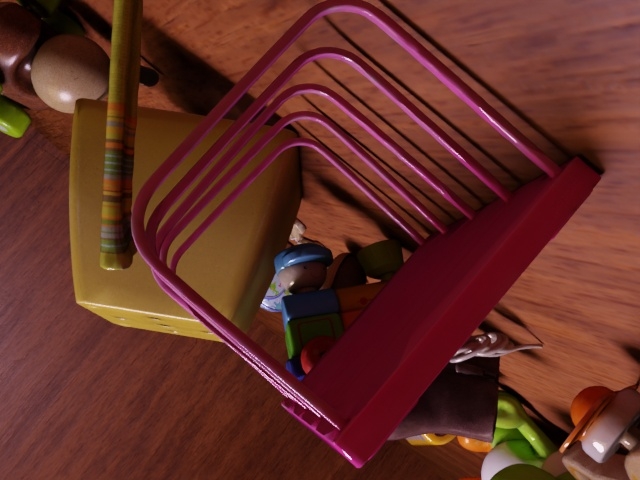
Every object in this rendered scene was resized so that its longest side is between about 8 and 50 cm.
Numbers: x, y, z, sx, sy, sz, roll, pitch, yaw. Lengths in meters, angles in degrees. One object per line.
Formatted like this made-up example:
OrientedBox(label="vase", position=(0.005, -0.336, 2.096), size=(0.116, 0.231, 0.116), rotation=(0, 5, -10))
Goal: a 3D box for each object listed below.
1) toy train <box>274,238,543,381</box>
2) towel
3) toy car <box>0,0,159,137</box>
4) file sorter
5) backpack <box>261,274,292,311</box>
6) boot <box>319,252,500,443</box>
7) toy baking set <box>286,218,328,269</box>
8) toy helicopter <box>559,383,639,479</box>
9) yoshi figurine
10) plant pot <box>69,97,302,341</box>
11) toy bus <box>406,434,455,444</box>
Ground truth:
OrientedBox(label="toy train", position=(0.079, 0.062, 0.739), size=(0.105, 0.248, 0.143), rotation=(98, 161, -67))
OrientedBox(label="towel", position=(-0.107, -0.104, 0.423), size=(0.021, 0.237, 0.102), rotation=(3, -174, -14))
OrientedBox(label="toy car", position=(-0.282, -0.183, 0.847), size=(0.188, 0.155, 0.149), rotation=(24, 166, 9))
OrientedBox(label="file sorter", position=(0.000, 0.000, 0.522), size=(0.182, 0.202, 0.291), rotation=(42, 168, 0))
OrientedBox(label="backpack", position=(-0.083, 0.059, 1.218), size=(0.114, 0.105, 0.084), rotation=(38, 169, -8))
OrientedBox(label="boot", position=(0.097, 0.116, 0.846), size=(0.207, 0.248, 0.090), rotation=(1, 137, 11))
OrientedBox(label="toy baking set", position=(-0.017, 0.029, 1.084), size=(0.256, 0.030, 0.197), rotation=(41, 168, -9))
OrientedBox(label="toy helicopter", position=(0.272, 0.200, 0.606), size=(0.235, 0.140, 0.355), rotation=(41, 171, 4))
OrientedBox(label="yoshi figurine", position=(0.247, 0.316, 0.956), size=(0.203, 0.203, 0.362), rotation=(50, 168, -2))
OrientedBox(label="plant pot", position=(-0.140, -0.003, 0.766), size=(0.212, 0.187, 0.212), rotation=(9, 165, 2))
OrientedBox(label="toy bus", position=(0.141, 0.205, 1.023), size=(0.130, 0.108, 0.333), rotation=(48, 171, 12))
